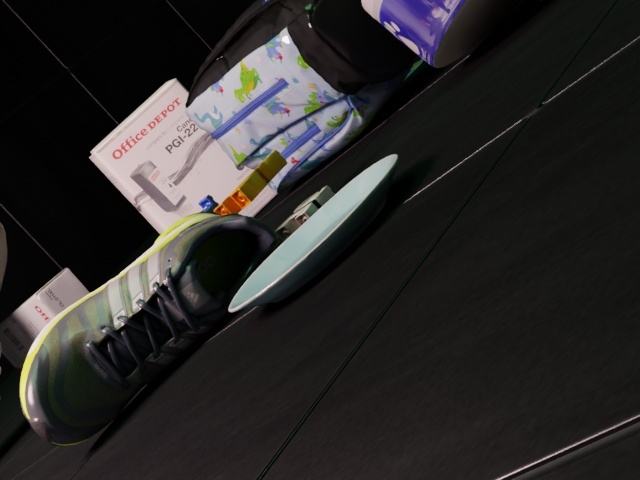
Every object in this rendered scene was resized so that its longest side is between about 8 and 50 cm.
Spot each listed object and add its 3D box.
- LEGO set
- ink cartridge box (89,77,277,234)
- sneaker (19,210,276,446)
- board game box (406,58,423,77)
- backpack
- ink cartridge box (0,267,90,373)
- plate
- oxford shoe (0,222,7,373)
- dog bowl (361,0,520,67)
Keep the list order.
[{"bbox_3d":[-0.065,-0.033,1.475,0.093,0.087,0.227,-48,10,-37],"label":"LEGO set"},{"bbox_3d":[-0.189,-0.093,1.989,0.158,0.218,0.092,-44,7,-10],"label":"ink cartridge box"},{"bbox_3d":[-0.156,0.067,1.317,0.300,0.111,0.121,-49,13,-30],"label":"sneaker"},{"bbox_3d":[0.069,-0.206,1.997,0.169,0.033,0.133,-45,8,-24],"label":"board game box"},{"bbox_3d":[-0.019,-0.220,1.821,0.355,0.273,0.290,-18,30,40],"label":"backpack"},{"bbox_3d":[-0.372,0.133,2.017,0.175,0.127,0.072,-34,9,48],"label":"ink cartridge box"},{"bbox_3d":[0.000,0.000,1.174,0.188,0.024,0.188,-42,6,6],"label":"plate"},{"bbox_3d":[-0.484,0.169,1.928,0.169,0.130,0.449,72,-155,-53],"label":"oxford shoe"},{"bbox_3d":[0.169,-0.312,1.508,0.265,0.104,0.265,-45,-10,-10],"label":"dog bowl"}]
